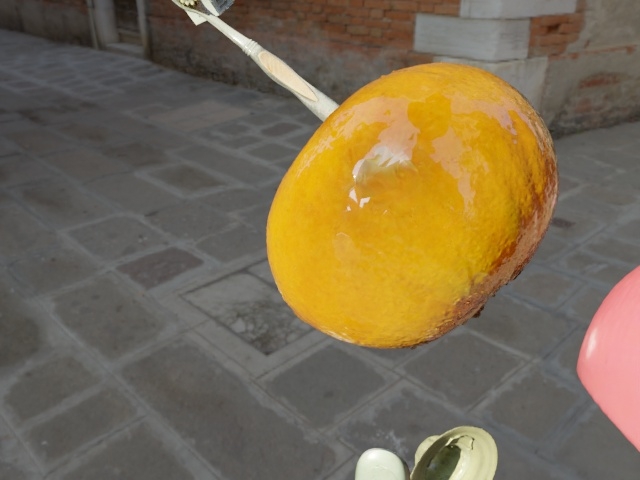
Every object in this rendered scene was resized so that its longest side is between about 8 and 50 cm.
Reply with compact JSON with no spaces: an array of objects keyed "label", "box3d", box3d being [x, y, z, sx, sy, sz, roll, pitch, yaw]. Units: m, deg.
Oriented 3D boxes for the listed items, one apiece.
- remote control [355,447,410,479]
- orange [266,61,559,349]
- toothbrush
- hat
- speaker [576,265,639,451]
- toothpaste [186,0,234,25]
[{"label":"remote control","box3d":[0.105,0.440,0.992,0.098,0.256,0.045,4,37,14]},{"label":"orange","box3d":[0.094,-0.042,0.612,0.310,0.274,0.274,-32,38,-22]},{"label":"toothbrush","box3d":[-0.044,-0.200,0.707,0.375,0.028,0.037,37,3,-9]},{"label":"hat","box3d":[0.286,0.524,1.380,0.252,0.251,0.110,-13,20,-21]},{"label":"speaker","box3d":[0.371,0.141,0.480,0.295,0.294,0.294,-1,28,0]},{"label":"toothpaste","box3d":[-0.178,-0.598,1.289,0.081,0.067,0.336,-3,45,40]}]
